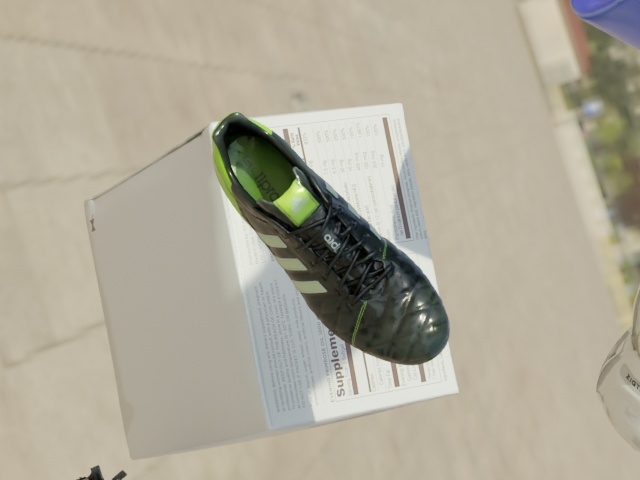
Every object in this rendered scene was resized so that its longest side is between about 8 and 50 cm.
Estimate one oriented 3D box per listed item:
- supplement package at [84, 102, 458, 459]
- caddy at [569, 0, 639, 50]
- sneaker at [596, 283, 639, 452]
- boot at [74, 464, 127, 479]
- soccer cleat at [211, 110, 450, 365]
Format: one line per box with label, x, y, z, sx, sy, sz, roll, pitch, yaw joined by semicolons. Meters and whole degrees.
supplement package;-0.044;0.036;1.334;0.262;0.145;0.204;-22;-103;63
caddy;0.273;-0.233;1.050;0.179;0.341;0.241;19;38;-22
sneaker;0.238;-0.012;0.760;0.110;0.292;0.118;35;-39;40
boot;-0.124;0.215;1.257;0.045;0.099;0.121;-37;132;-61
soccer cleat;0.000;0.000;1.047;0.179;0.060;0.072;45;-5;18
